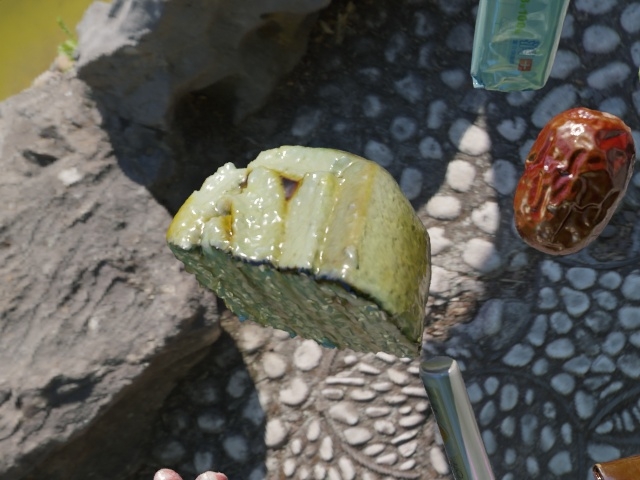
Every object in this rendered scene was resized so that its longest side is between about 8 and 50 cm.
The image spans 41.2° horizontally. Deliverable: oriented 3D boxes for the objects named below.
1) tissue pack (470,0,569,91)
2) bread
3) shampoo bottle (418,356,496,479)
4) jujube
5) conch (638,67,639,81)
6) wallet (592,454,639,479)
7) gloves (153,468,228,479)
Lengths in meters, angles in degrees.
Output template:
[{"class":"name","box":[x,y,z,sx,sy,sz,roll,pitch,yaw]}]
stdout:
[{"class":"tissue pack","box":[0.205,-0.292,0.799,0.089,0.177,0.263,11,137,8]},{"class":"bread","box":[0.009,-0.002,1.250,0.396,0.239,0.264,9,56,36]},{"class":"shampoo bottle","box":[0.206,0.286,1.253,0.056,0.086,0.227,-21,100,-9]},{"class":"jujube","box":[0.421,-0.097,1.423,0.174,0.174,0.250,29,111,22]},{"class":"conch","box":[0.533,-0.266,1.270,0.079,0.170,0.105,43,88,0]},{"class":"wallet","box":[0.373,0.248,0.860,0.176,0.026,0.095,-8,54,-13]},{"class":"gloves","box":[-0.078,0.311,0.790,0.241,0.126,0.145,29,64,19]}]
